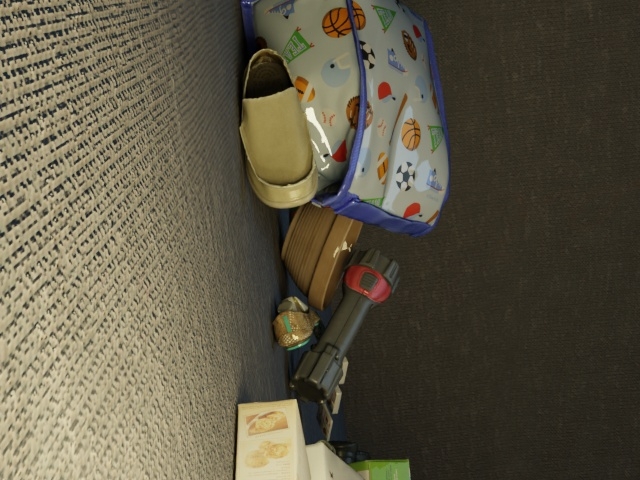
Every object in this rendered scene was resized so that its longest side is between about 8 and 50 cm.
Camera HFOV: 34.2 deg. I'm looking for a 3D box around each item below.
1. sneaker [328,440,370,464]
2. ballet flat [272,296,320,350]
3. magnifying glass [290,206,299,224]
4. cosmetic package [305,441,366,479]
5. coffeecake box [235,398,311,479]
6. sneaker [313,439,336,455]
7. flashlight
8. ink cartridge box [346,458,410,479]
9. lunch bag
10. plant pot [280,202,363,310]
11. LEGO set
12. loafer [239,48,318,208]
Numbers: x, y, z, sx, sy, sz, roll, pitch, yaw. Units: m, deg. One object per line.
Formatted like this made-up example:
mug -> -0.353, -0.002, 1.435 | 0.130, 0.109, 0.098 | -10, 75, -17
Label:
sneaker -> 0.054, 0.555, 2.469 | 0.286, 0.109, 0.130 | 53, 36, -66
ballet flat -> -0.041, 0.123, 1.664 | 0.206, 0.073, 0.067 | -111, -179, -87
magnifying glass -> -0.053, -0.068, 2.239 | 0.231, 0.026, 0.092 | -91, 174, -55
cosmetic package -> 0.023, 0.471, 1.276 | 0.284, 0.098, 0.377 | 58, 22, -59
coffeecake box -> -0.047, 0.286, 1.099 | 0.185, 0.068, 0.142 | -93, 176, -51
sneaker -> 0.010, 0.427, 2.006 | 0.192, 0.064, 0.086 | 50, 39, -79
flashlight -> 0.041, 0.152, 1.841 | 0.103, 0.103, 0.304 | 53, 52, -32
ink cartridge box -> 0.065, 0.504, 1.732 | 0.189, 0.097, 0.255 | -24, -115, 49
lunch bag -> 0.053, -0.204, 1.673 | 0.328, 0.239, 0.385 | 14, 60, -57
plant pot -> 0.000, 0.000, 1.883 | 0.237, 0.110, 0.237 | 21, 90, -82
LEGO set -> 0.014, 0.239, 1.983 | 0.244, 0.060, 0.182 | -120, -144, -57
loafer -> -0.068, -0.162, 1.450 | 0.092, 0.102, 0.268 | 78, -3, -55
